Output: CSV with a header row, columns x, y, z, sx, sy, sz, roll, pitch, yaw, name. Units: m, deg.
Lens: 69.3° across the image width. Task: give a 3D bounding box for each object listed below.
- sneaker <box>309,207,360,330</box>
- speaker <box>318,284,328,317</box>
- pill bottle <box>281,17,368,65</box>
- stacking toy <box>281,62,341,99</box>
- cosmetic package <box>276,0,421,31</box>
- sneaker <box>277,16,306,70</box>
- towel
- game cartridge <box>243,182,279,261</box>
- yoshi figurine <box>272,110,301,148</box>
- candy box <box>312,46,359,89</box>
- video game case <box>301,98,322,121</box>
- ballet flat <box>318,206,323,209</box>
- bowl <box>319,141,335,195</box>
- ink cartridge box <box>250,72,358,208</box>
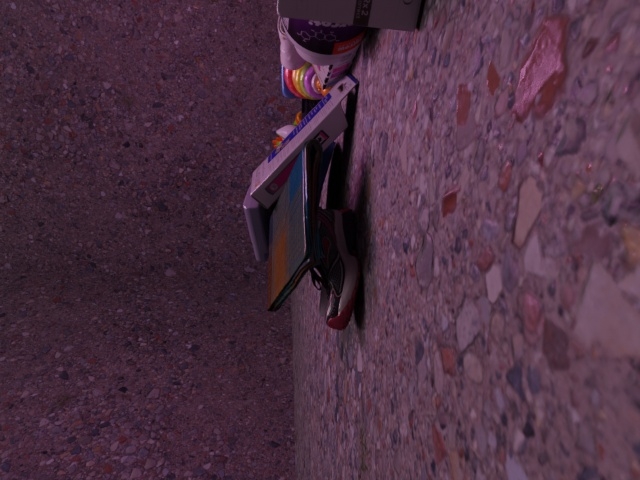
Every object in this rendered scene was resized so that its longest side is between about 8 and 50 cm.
x,y,z,sx,sy,sz,roll,pitch,yaw,name
0.017,0.055,0.965,0.299,0.112,0.121,-94,9,-45,sneaker
0.028,0.117,1.102,0.055,0.055,0.136,-100,14,-65,speaker
0.020,-0.465,0.855,0.323,0.182,0.181,119,153,-78,pill bottle
-0.008,-0.487,1.405,0.302,0.175,0.165,-118,27,-56,stacking toy
0.040,-0.378,0.605,0.151,0.184,0.151,-94,9,-51,cosmetic package
-0.024,-0.646,1.313,0.292,0.108,0.169,-62,-9,-14,sneaker
-0.064,-0.014,1.017,0.370,0.040,0.271,126,147,-61,towel
-0.158,-0.094,1.386,0.297,0.062,0.198,-74,-26,-61,game cartridge
-0.078,-0.438,2.085,0.203,0.203,0.362,54,159,-6,yoshi figurine
0.017,-0.492,1.143,0.233,0.071,0.159,164,83,-85,candy box
-0.024,-0.442,1.649,0.196,0.026,0.274,53,-148,-59,video game case
0.000,0.000,1.319,0.248,0.086,0.086,108,164,-50,ballet flat
-0.049,-0.112,1.370,0.391,0.077,0.391,-163,90,-89,bowl
-0.034,-0.253,1.163,0.371,0.069,0.175,-46,22,16,ink cartridge box
